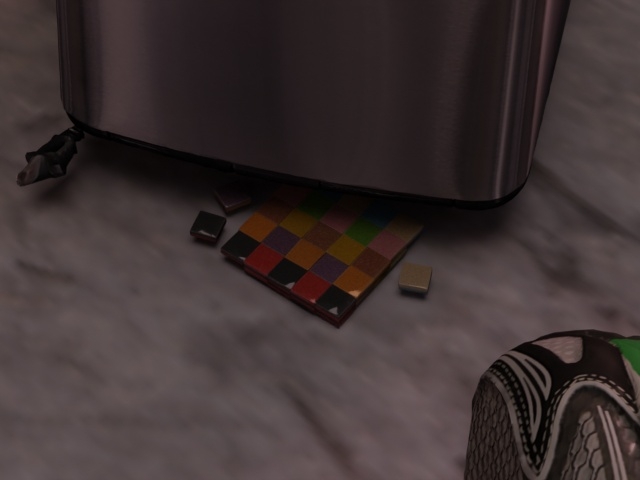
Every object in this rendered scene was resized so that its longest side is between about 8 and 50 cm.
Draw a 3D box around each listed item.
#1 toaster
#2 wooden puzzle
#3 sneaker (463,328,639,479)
[{"bbox_3d":[0.002,-0.101,0.594,0.168,0.110,0.186,11,48,9],"label":"toaster"},{"bbox_3d":[0.000,0.000,0.584,0.083,0.006,0.049,30,56,22],"label":"wooden puzzle"},{"bbox_3d":[0.024,0.159,0.375,0.146,0.134,0.343,10,52,8],"label":"sneaker"}]
